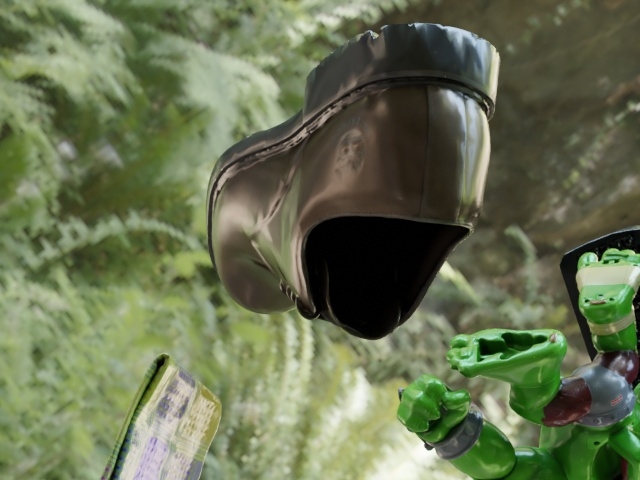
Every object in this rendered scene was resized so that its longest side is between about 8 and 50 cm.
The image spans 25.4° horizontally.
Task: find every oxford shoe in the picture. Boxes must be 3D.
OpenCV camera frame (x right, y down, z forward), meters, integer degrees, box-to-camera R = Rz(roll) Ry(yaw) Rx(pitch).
[{"bbox_3d":[0.000,0.000,0.595,0.227,0.083,0.096,134,-40,-64],"label":"oxford shoe"}]

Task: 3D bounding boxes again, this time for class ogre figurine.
[{"bbox_3d":[0.143,0.087,0.779,0.097,0.197,0.118,13,-51,48],"label":"ogre figurine"}]

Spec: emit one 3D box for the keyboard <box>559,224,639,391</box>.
[{"bbox_3d":[0.237,0.079,0.960,0.038,0.100,0.192,-124,-169,-73],"label":"keyboard"}]

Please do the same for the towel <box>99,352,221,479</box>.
[{"bbox_3d":[-0.058,0.078,0.531,0.009,0.060,0.083,17,-17,16],"label":"towel"}]
